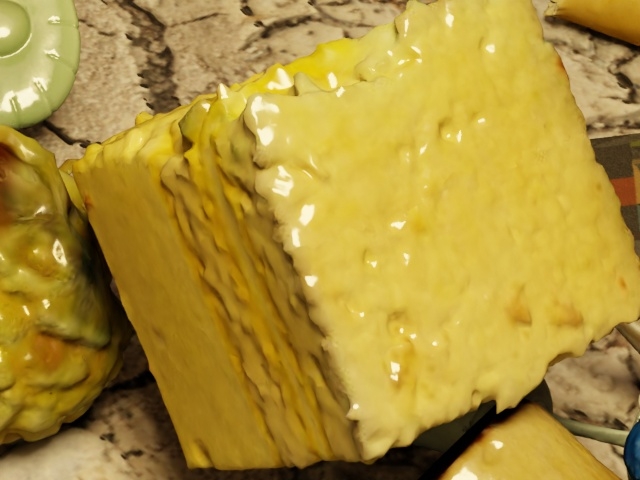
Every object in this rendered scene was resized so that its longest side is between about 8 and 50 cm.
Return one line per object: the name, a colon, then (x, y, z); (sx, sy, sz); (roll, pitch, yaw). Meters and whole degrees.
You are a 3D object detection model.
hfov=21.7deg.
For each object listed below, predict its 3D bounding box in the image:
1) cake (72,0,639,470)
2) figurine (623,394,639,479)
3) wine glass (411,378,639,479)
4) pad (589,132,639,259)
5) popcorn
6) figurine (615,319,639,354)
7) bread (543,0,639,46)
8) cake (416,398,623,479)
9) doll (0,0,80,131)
cake: (0.000, 0.000, 0.985); (0.222, 0.286, 0.227); (-23, 94, -33)
figurine: (0.264, 0.189, 0.934); (0.164, 0.121, 0.262); (-24, 73, -46)
wine glass: (0.137, 0.114, 1.052); (0.195, 0.079, 0.079); (8, 33, 45)
pad: (0.288, -0.014, 1.313); (0.143, 0.003, 0.211); (-8, 47, -19)
popcorn: (-0.218, 0.025, 1.060); (0.169, 0.218, 0.189); (-28, 20, 22)
figurine: (0.341, 0.118, 1.079); (0.387, 0.166, 0.207); (36, 32, 19)
bread: (0.293, -0.218, 1.460); (0.173, 0.085, 0.134); (21, 42, 12)
cake: (0.110, 0.205, 0.934); (0.178, 0.207, 0.185); (44, 87, 3)
doll: (-0.330, -0.171, 1.241); (0.284, 0.216, 0.268); (-17, 74, -5)
